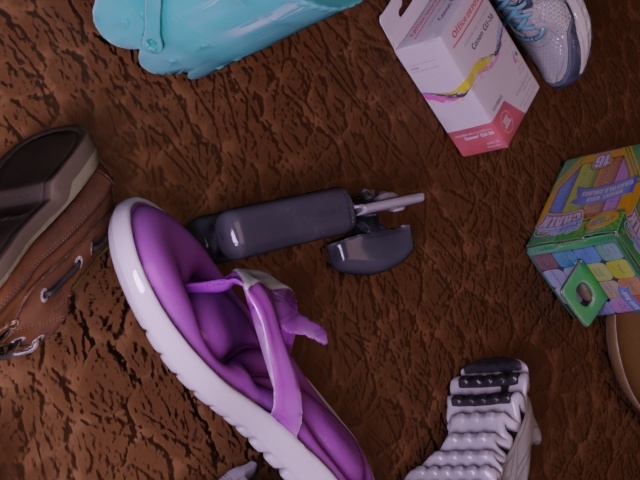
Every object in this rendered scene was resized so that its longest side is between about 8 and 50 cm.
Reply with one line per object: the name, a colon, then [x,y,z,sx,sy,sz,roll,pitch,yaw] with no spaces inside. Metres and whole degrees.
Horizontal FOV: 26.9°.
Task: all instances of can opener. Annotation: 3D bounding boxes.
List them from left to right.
can opener: [0.000,0.000,1.275,0.283,0.076,0.095,-14,92,-48]

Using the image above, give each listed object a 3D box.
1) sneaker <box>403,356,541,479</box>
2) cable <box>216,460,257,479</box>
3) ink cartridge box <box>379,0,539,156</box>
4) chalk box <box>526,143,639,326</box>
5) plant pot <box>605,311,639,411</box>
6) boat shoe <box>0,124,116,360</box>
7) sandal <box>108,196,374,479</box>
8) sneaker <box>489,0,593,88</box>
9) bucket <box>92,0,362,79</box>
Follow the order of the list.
sneaker: [0.159,0.255,1.384,0.292,0.110,0.118,-53,129,-39]
cable: [-0.078,0.332,1.106,0.257,0.089,0.257,-15,93,-49]
ink cartridge box: [0.157,-0.207,1.499,0.198,0.067,0.115,53,48,-26]
chalk box: [0.348,0.005,1.618,0.132,0.132,0.213,51,49,-28]
plant pot: [0.439,0.127,1.771,0.236,0.032,0.236,13,72,-45]
boat shoe: [-0.230,0.038,0.972,0.307,0.111,0.104,-56,134,-44]
sandal: [-0.039,0.093,1.140,0.416,0.102,0.169,53,13,-41]
sneaker: [0.216,-0.300,1.579,0.122,0.110,0.283,-31,99,-35]
bucket: [-0.079,-0.294,1.166,0.281,0.183,0.281,15,69,-46]
